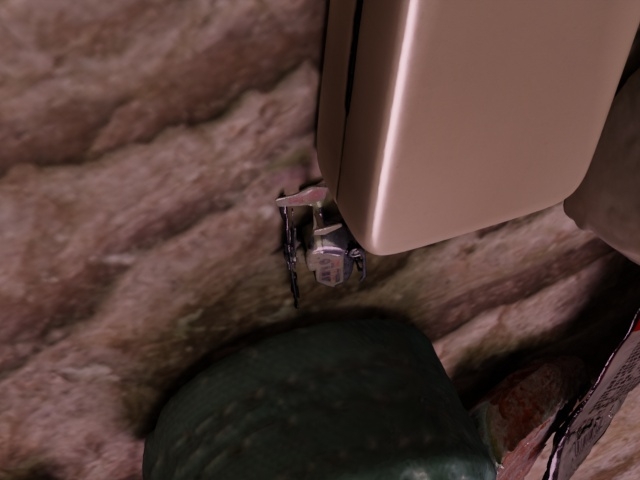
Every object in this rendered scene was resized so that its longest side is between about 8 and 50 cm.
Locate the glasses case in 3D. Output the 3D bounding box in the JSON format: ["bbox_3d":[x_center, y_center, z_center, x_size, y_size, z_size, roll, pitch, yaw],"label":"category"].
[{"bbox_3d":[0.082,-0.131,0.641,0.144,0.076,0.336,-16,146,-18],"label":"glasses case"}]

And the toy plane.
[{"bbox_3d":[0.000,0.000,0.810,0.049,0.031,0.121,-13,149,-6],"label":"toy plane"}]

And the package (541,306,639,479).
[{"bbox_3d":[0.251,0.095,1.078,0.154,0.030,0.239,-35,157,-39],"label":"package"}]

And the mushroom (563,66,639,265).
[{"bbox_3d":[0.316,-0.020,0.918,0.407,0.137,0.154,18,114,-40],"label":"mushroom"}]

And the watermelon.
[{"bbox_3d":[0.156,0.143,1.098,0.139,0.071,0.187,-45,159,-4],"label":"watermelon"}]

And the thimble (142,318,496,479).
[{"bbox_3d":[-0.004,0.161,0.930,0.235,0.143,0.198,-13,144,-18],"label":"thimble"}]
